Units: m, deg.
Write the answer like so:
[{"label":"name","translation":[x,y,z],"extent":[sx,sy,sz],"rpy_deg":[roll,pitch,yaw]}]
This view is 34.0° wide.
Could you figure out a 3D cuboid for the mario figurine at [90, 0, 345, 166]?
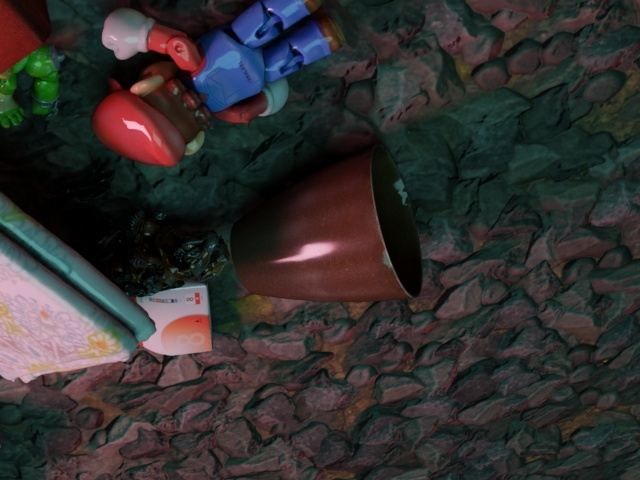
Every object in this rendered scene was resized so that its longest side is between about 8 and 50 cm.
[{"label":"mario figurine","translation":[-0.143,-0.220,1.283],"extent":[0.320,0.170,0.198],"rpy_deg":[-32,96,1]}]

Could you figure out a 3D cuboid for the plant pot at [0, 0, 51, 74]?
[{"label":"plant pot","translation":[-0.413,-0.268,1.006],"extent":[0.267,0.267,0.236],"rpy_deg":[-30,143,15]}]

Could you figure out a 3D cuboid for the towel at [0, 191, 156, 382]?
[{"label":"towel","translation":[-0.425,0.041,1.310],"extent":[0.320,0.090,0.374],"rpy_deg":[-17,130,44]}]

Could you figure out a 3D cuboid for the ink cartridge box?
[{"label":"ink cartridge box","translation":[-0.256,0.117,1.583],"extent":[0.179,0.045,0.145],"rpy_deg":[-9,132,-10]}]

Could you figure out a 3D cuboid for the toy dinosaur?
[{"label":"toy dinosaur","translation":[-0.296,0.035,1.434],"extent":[0.322,0.164,0.218],"rpy_deg":[-29,148,-4]}]

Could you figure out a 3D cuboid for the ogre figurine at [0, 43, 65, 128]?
[{"label":"ogre figurine","translation":[-0.390,-0.207,1.227],"extent":[0.197,0.097,0.118],"rpy_deg":[32,137,-18]}]

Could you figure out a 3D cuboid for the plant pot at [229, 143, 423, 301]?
[{"label":"plant pot","translation":[0.000,0.000,1.453],"extent":[0.230,0.215,0.215],"rpy_deg":[-14,135,17]}]
